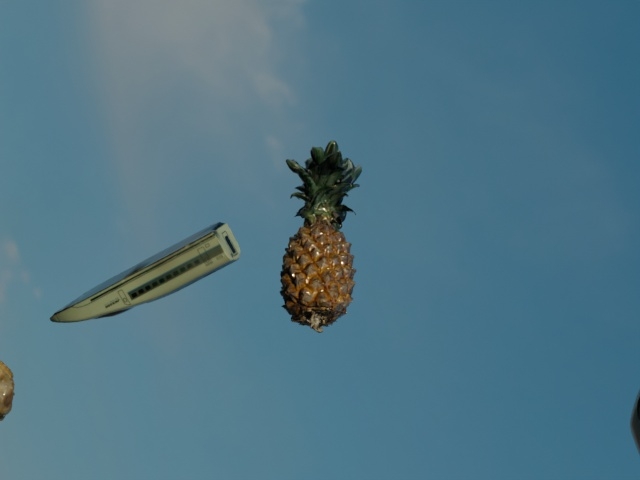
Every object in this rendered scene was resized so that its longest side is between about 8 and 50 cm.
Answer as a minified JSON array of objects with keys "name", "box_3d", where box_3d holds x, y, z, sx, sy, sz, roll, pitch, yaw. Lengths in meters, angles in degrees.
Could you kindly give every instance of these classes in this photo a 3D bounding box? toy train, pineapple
[{"name":"toy train","box_3d":[-0.211,0.055,1.836,0.252,0.055,0.048,-27,-81,20]},{"name":"pineapple","box_3d":[-0.001,0.000,1.701,0.103,0.083,0.221,68,22,-58]}]

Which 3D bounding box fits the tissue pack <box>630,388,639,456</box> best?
[{"name":"tissue pack","box_3d":[0.515,0.259,1.988,0.287,0.206,0.198,-105,-144,-60]}]

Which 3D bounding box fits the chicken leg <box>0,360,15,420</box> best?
[{"name":"chicken leg","box_3d":[-0.337,0.206,1.434,0.251,0.087,0.107,-58,-135,33]}]
